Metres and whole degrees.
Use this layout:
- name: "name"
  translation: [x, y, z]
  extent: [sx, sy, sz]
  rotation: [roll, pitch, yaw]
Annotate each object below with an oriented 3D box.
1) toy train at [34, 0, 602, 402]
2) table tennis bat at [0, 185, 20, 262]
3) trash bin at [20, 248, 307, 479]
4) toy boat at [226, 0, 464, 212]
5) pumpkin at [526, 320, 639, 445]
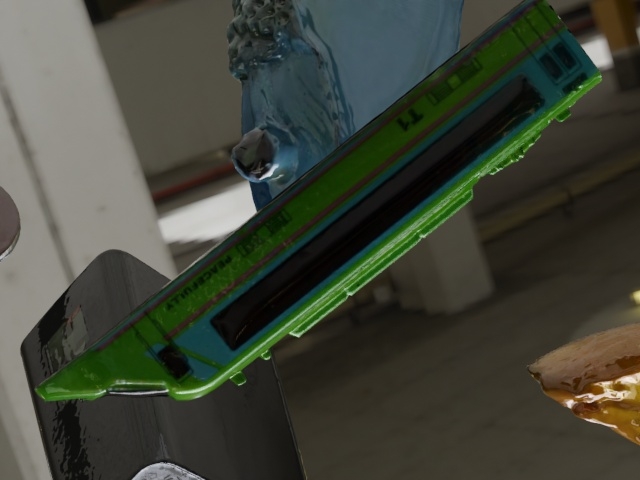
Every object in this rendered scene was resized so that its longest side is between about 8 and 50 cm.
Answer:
- name: "toy train"
  translation: [0.000, 0.000, 0.497]
  extent: [0.209, 0.042, 0.044]
  rotation: [-39, -178, 1]
- name: "table tennis bat"
  translation: [-0.337, 0.008, 1.112]
  extent: [0.234, 0.022, 0.131]
  rotation: [-23, -131, -26]
- name: "trash bin"
  translation: [-0.099, 0.136, 0.991]
  extent: [0.115, 0.165, 0.225]
  rotation: [-46, -149, 14]
- name: "toy boat"
  translation: [0.007, -0.096, 0.687]
  extent: [0.109, 0.237, 0.098]
  rotation: [21, 148, -21]
- name: "pumpkin"
  translation: [0.270, 0.125, 0.733]
  extent: [0.095, 0.290, 0.258]
  rotation: [-26, 168, -37]
